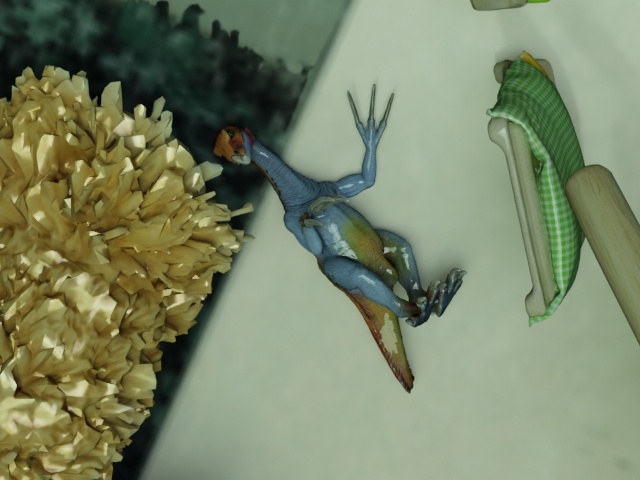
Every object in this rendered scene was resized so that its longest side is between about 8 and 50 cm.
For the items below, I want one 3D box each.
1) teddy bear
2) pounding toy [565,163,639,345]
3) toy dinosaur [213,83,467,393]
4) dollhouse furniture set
[{"bbox_3d":[-0.140,0.090,0.497,0.245,0.113,0.338,34,110,-3],"label":"teddy bear"},{"bbox_3d":[0.137,0.044,0.393,0.094,0.206,0.181,-23,104,14],"label":"pounding toy"},{"bbox_3d":[0.000,0.000,0.486,0.082,0.047,0.090,29,122,16],"label":"toy dinosaur"},{"bbox_3d":[0.072,-0.060,0.434,0.058,0.076,0.152,-11,107,12],"label":"dollhouse furniture set"}]
